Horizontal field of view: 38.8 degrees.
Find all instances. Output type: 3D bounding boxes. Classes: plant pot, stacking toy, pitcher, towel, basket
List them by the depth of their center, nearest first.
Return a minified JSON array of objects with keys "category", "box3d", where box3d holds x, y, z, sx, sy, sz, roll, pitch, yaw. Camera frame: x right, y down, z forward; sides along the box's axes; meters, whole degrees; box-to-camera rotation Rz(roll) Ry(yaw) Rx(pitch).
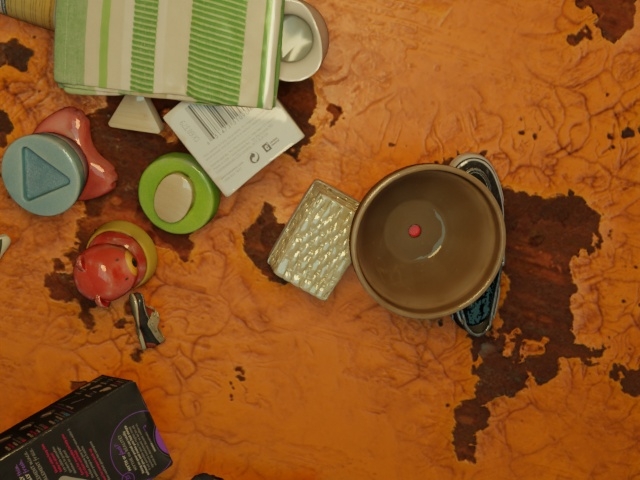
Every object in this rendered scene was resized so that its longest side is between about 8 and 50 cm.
[{"category":"towel","box3d":[-0.210,-0.313,1.258,0.325,0.038,0.247,8,100,9]},{"category":"pitcher","box3d":[-0.051,-0.326,1.353,0.126,0.207,0.177,-7,101,-2]},{"category":"stacking toy","box3d":[-0.327,-0.069,1.401,0.280,0.130,0.308,-31,101,21]},{"category":"plant pot","box3d":[0.155,-0.006,1.403,0.238,0.110,0.237,-2,101,-8]},{"category":"basket","box3d":[0.000,0.000,1.478,0.113,0.103,0.167,29,98,-9]}]

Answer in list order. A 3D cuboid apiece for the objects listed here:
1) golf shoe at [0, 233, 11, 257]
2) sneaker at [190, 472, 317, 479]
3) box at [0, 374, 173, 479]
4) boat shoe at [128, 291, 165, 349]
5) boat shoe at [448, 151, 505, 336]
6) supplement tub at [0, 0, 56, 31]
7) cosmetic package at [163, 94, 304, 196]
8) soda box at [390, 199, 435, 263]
[{"category":"golf shoe","box3d":[-0.621,-0.055,1.453,0.120,0.105,0.272,-40,107,-10]},{"category":"sneaker","box3d":[-0.072,0.458,1.586,0.319,0.112,0.131,30,82,-11]},{"category":"box","box3d":[-0.404,0.353,1.455,0.270,0.143,0.165,-29,103,-32]},{"category":"boat shoe","box3d":[-0.285,0.130,1.498,0.043,0.049,0.137,-16,139,-14]},{"category":"boat shoe","box3d":[0.252,0.009,1.492,0.108,0.102,0.301,1,102,-3]},{"category":"supplement tub","box3d":[-0.415,-0.392,1.354,0.200,0.144,0.144,18,101,-6]},{"category":"cosmetic package","box3d":[-0.128,-0.179,1.393,0.151,0.183,0.151,-37,100,6]},{"category":"soda box","box3d":[0.149,0.011,1.502,0.069,0.074,0.216,-14,102,0]}]
